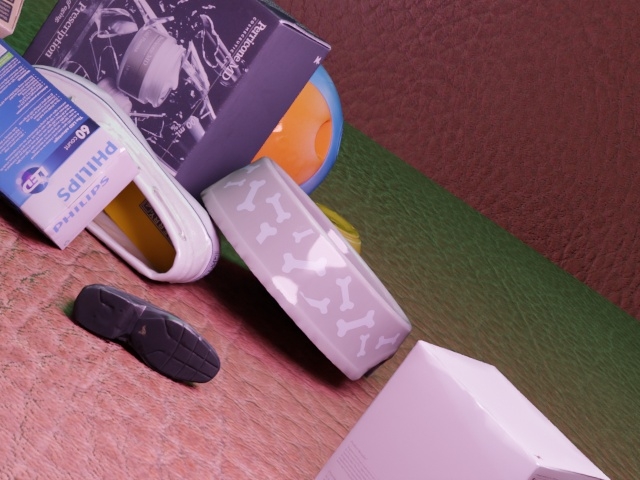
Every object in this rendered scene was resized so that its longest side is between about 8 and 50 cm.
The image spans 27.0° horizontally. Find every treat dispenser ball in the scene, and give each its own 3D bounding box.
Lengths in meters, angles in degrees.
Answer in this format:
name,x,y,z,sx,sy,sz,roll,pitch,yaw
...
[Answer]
name,x,y,z,sx,sy,sz,roll,pitch,yaw
treat dispenser ball,-0.108,-0.184,2.110,0.288,0.288,0.288,34,12,-8

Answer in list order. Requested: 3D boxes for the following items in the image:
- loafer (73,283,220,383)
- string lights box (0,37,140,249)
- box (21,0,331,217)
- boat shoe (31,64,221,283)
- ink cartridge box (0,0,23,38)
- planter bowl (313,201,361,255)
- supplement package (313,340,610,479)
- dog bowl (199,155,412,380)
name,x,y,z,sx,sy,sz,roll,pitch,yaw
loafer,-0.180,0.092,1.413,0.170,0.062,0.061,34,7,-12
string lights box,-0.351,-0.126,1.550,0.259,0.133,0.077,41,-10,16
box,-0.221,-0.237,1.874,0.312,0.343,0.179,39,11,19
boat shoe,-0.289,-0.080,1.648,0.367,0.136,0.156,48,17,10
ink cartridge box,-0.508,-0.300,1.646,0.193,0.088,0.234,27,-28,-36
planter bowl,0.000,0.000,2.178,0.217,0.090,0.217,34,12,-9
supplement package,0.136,0.247,1.336,0.149,0.203,0.194,22,19,-48
dog bowl,-0.011,0.033,1.778,0.349,0.102,0.349,49,4,-4
